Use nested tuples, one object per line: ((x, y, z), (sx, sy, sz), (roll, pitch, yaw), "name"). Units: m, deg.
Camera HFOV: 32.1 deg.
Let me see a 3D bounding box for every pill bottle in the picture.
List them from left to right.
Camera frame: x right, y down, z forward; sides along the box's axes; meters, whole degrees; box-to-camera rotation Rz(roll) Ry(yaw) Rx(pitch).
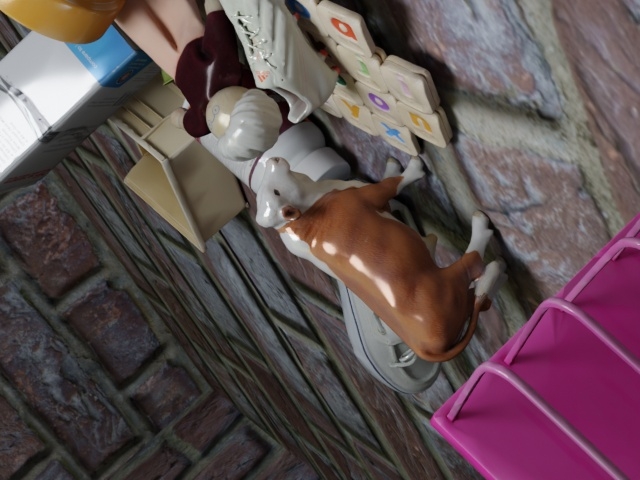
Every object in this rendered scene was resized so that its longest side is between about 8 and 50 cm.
((-0.072, -0.130, 1.477), (0.221, 0.121, 0.121), (42, 162, 20), "pill bottle")

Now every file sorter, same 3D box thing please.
((0.265, 0.086, 0.823), (0.202, 0.291, 0.182), (44, 160, 14), "file sorter")

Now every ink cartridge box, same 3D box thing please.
((-0.387, -0.219, 1.640), (0.129, 0.307, 0.223), (49, -169, -2), "ink cartridge box")

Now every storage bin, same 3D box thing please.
((-0.272, -0.158, 1.921), (0.260, 0.123, 0.262), (38, 161, 30), "storage bin")

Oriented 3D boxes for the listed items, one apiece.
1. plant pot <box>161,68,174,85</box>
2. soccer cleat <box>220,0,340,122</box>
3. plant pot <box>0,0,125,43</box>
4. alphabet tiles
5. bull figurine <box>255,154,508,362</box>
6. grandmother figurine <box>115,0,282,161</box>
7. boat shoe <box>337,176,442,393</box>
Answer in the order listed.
((-0.205, -0.274, 1.585), (0.079, 0.083, 0.083), (63, 161, -8), "plant pot")
((-0.051, -0.197, 1.125), (0.068, 0.076, 0.196), (25, 165, 47), "soccer cleat")
((-0.295, -0.372, 1.324), (0.205, 0.188, 0.205), (32, -150, -21), "plant pot")
((0.016, -0.193, 1.203), (0.284, 0.021, 0.278), (31, 169, 29), "alphabet tiles")
((0.072, -0.001, 1.285), (0.310, 0.188, 0.101), (45, 163, 10), "bull figurine")
((-0.154, -0.216, 1.378), (0.342, 0.104, 0.207), (52, 148, 35), "grandmother figurine")
((0.123, 0.084, 1.487), (0.156, 0.136, 0.367), (25, 143, 47), "boat shoe")
